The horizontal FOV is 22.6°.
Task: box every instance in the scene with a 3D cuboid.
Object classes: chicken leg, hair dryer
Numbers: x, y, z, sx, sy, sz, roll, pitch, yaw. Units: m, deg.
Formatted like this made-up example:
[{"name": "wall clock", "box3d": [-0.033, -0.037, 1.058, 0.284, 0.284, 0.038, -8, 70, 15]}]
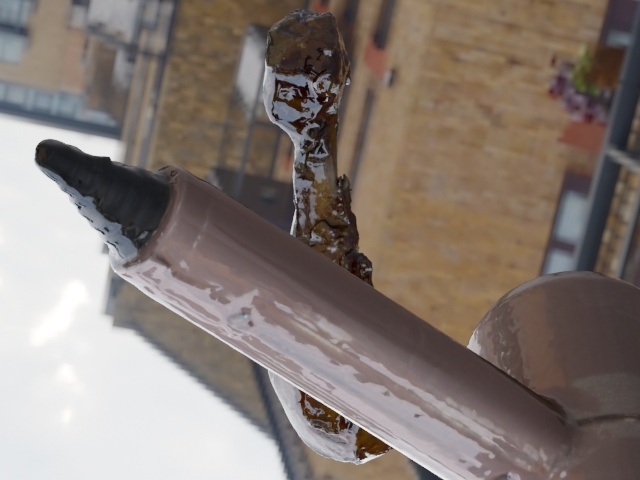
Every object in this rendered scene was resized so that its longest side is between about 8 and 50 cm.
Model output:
[{"name": "chicken leg", "box3d": [0.000, 0.000, 1.057, 0.093, 0.305, 0.113, -8, -172, -6]}, {"name": "hair dryer", "box3d": [0.032, 0.041, 0.641, 0.344, 0.106, 0.189, 35, -149, -27]}]
